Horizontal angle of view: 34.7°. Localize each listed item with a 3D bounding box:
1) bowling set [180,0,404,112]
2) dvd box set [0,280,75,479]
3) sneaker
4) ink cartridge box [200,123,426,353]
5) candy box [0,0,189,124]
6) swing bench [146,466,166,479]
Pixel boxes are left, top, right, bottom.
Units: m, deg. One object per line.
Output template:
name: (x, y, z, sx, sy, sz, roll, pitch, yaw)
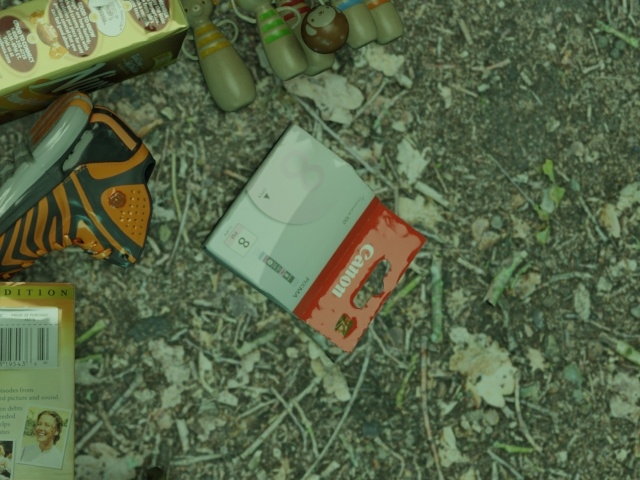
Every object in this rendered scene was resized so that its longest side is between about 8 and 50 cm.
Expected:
bowling set: (-0.016, -0.281, 1.202, 0.287, 0.200, 0.154, -27, 93, -17)
dvd box set: (-0.396, 0.247, 1.001, 0.307, 0.062, 0.420, 1, 74, -18)
sneaker: (-0.307, 0.002, 1.157, 0.321, 0.124, 0.180, -46, 120, 8)
ink cartridge box: (0.000, 0.000, 1.264, 0.232, 0.066, 0.189, 36, 81, -5)
candy box: (-0.312, -0.199, 1.130, 0.316, 0.183, 0.087, -22, 93, -13)
swing bench: (-0.252, 0.421, 1.135, 0.254, 0.165, 0.253, -17, 91, -13)
